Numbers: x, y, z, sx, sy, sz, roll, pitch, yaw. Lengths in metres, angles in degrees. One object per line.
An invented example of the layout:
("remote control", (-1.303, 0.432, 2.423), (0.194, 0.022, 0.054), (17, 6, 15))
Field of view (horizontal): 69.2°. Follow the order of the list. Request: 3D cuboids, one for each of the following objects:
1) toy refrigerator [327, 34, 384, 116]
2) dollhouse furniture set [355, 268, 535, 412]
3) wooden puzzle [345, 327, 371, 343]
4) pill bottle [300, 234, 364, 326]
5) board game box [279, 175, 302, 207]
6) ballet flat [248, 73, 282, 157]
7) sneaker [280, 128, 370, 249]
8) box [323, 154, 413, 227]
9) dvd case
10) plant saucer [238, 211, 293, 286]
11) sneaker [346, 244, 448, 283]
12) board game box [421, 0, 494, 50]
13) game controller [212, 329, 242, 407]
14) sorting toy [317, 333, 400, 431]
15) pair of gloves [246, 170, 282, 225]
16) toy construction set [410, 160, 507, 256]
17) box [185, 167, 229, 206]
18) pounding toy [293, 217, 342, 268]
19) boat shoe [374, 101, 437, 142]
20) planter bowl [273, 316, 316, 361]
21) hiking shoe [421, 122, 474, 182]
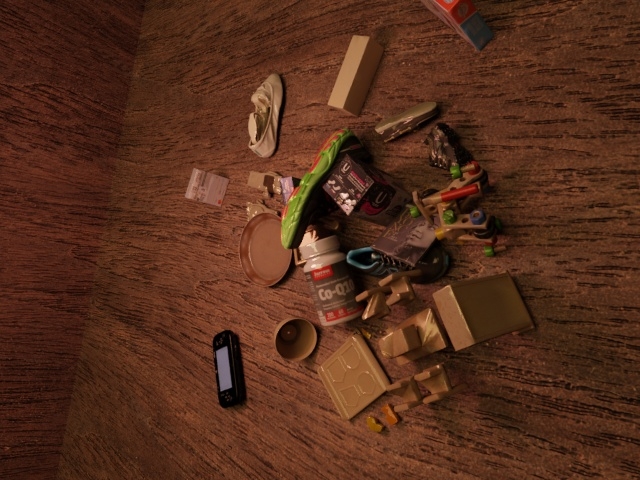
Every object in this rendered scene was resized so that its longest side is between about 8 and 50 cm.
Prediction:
("toy refrigerator", (0.130, -0.618, 1.750), (0.094, 0.102, 0.270), (27, 100, 41))
("dollhouse furniture set", (0.353, 0.251, 1.342), (0.394, 0.256, 0.363), (-44, 59, 50))
("wooden puzzle", (0.125, 0.353, 1.624), (0.078, 0.014, 0.116), (46, 112, 37))
("pill bottle", (0.035, 0.136, 1.594), (0.161, 0.161, 0.284), (-20, 89, 37))
("board game box", (-0.070, -0.157, 1.800), (0.060, 0.194, 0.194), (-5, 99, 29))
("ballet flat", (-0.250, -0.570, 2.053), (0.139, 0.139, 0.401), (-2, 80, 41))
("sneaker", (0.021, -0.164, 1.641), (0.483, 0.202, 0.185), (-57, 14, -4))
("box", (0.163, -0.158, 1.533), (0.142, 0.247, 0.163), (-54, 53, 21))
("dvd case", (0.286, -0.025, 1.459), (0.164, 0.018, 0.221), (23, 59, 37))
("plant saucer", (-0.222, 0.036, 1.947), (0.310, 0.050, 0.311), (-1, 88, 38))
("sneaker", (0.241, 0.073, 1.494), (0.340, 0.139, 0.125), (-5, 77, 39))
("board game box", (0.386, -0.758, 1.463), (0.064, 0.242, 0.317), (-46, 56, 23))
("game controller", (-0.409, 0.556, 2.014), (0.166, 0.067, 0.320), (-27, 64, 35))
("sorting toy", (0.136, 0.505, 1.573), (0.229, 0.041, 0.307), (-46, 59, 25))
("pair of gloves", (-0.245, -0.185, 2.033), (0.204, 0.042, 0.241), (10, 94, 37))
("toy construction set", (0.351, -0.088, 1.298), (0.237, 0.308, 0.258), (-15, 71, 27))
("box", (-0.535, -0.249, 2.200), (0.038, 0.186, 0.145), (24, 98, 43))
("pounding toy", (0.003, -0.010, 1.755), (0.205, 0.094, 0.181), (-22, 62, 26))
("boat shoe", (0.300, -0.403, 1.586), (0.227, 0.069, 0.081), (-15, 32, 34))
("planter bowl", (-0.108, 0.358, 1.746), (0.109, 0.161, 0.162), (-163, 87, -68))
("hiking shoe", (0.404, -0.255, 1.468), (0.114, 0.086, 0.227), (-48, 57, 52))
